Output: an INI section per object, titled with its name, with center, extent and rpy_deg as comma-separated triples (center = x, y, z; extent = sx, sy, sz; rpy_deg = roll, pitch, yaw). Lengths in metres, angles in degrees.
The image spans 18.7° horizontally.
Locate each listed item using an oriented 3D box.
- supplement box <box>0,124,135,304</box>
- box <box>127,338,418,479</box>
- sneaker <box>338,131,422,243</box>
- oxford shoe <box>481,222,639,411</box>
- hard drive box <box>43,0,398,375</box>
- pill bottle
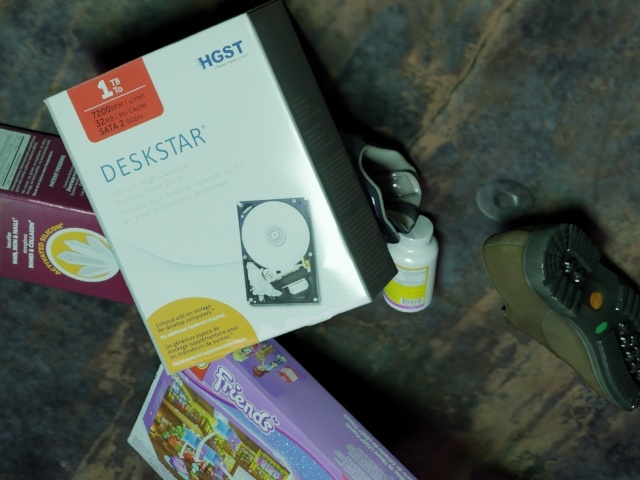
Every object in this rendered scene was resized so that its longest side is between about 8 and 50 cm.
[supplement box]
center = -0.219, -0.023, 1.609
extent = 0.188, 0.081, 0.104
rpy_deg = 12, 137, 2
[box]
center = -0.033, 0.209, 1.715
extent = 0.293, 0.057, 0.201
rpy_deg = 44, 138, 16
[sneaker]
center = 0.000, 0.001, 1.578
extent = 0.163, 0.086, 0.226
rpy_deg = 7, 135, 11
[oxford shoe]
center = 0.207, 0.060, 1.610
extent = 0.096, 0.083, 0.227
rpy_deg = 4, 142, 43
[hard drive box]
center = -0.073, -0.040, 1.467
extent = 0.181, 0.089, 0.232
rpy_deg = -22, 97, 21
[pill bottle]
center = 0.075, 0.018, 1.608
extent = 0.043, 0.043, 0.083
rpy_deg = 8, 136, 5
